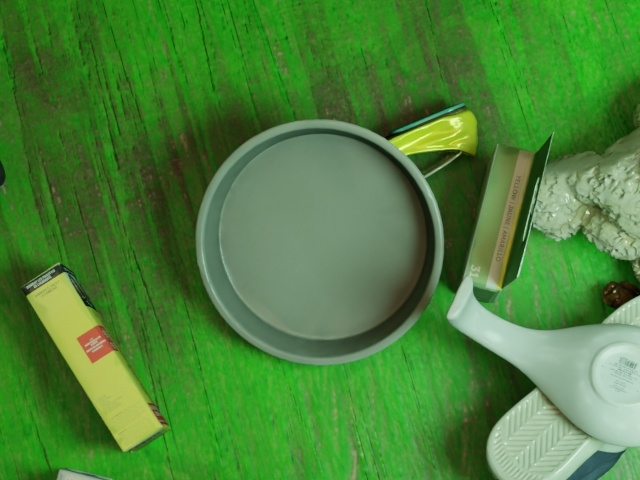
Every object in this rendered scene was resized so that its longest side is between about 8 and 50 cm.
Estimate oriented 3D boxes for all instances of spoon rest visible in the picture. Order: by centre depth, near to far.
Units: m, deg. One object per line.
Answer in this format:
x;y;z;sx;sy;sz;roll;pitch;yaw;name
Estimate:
0.271;0.128;1.664;0.276;0.084;0.137;26;75;9;spoon rest

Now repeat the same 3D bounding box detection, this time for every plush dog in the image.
0.409;-0.027;1.761;0.262;0.210;0.225;-36;113;-3;plush dog

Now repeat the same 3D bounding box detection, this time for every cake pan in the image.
0.000;0.000;1.784;0.293;0.054;0.293;1;101;6;cake pan

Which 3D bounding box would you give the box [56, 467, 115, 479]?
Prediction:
-0.313;0.431;1.764;0.067;0.063;0.324;13;82;2;box

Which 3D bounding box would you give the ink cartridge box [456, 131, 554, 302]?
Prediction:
0.208;-0.027;1.731;0.056;0.235;0.171;14;81;4;ink cartridge box

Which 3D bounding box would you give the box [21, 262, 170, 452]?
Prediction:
-0.266;0.141;1.796;0.058;0.087;0.232;-32;81;-3;box

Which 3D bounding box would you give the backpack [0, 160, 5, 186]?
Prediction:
-0.529;-0.078;1.783;0.253;0.191;0.225;-41;80;-12;backpack

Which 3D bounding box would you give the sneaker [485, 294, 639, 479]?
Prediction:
0.342;0.179;1.740;0.350;0.148;0.131;-33;63;-3;sneaker

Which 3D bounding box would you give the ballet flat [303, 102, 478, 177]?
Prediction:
0.083;-0.101;1.831;0.231;0.077;0.077;-16;95;-2;ballet flat
